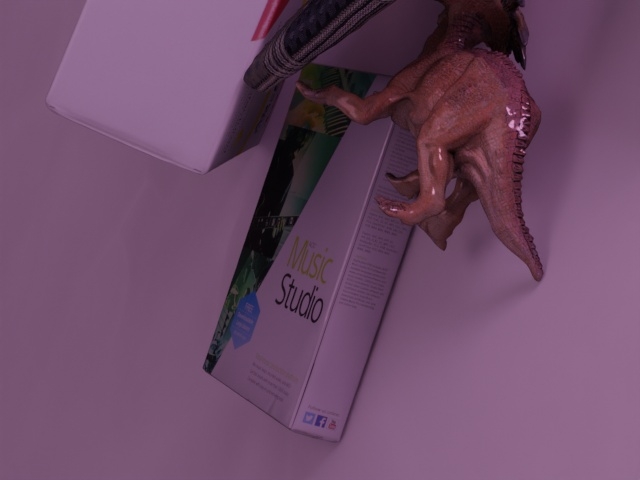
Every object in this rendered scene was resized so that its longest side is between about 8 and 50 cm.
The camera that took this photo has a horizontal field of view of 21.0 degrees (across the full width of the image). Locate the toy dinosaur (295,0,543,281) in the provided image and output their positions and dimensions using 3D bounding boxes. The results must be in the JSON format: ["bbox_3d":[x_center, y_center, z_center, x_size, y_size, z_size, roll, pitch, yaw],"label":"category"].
[{"bbox_3d":[0.118,-0.112,1.349,0.200,0.127,0.295,-42,44,11],"label":"toy dinosaur"}]

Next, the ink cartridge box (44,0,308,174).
[{"bbox_3d":[-0.101,-0.229,1.645,0.384,0.160,0.279,-59,-8,-82],"label":"ink cartridge box"}]

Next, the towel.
[{"bbox_3d":[0.102,-0.263,1.407,0.324,0.056,0.312,-49,10,-32],"label":"towel"}]

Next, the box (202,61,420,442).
[{"bbox_3d":[0.000,0.000,1.575,0.232,0.058,0.322,21,92,65],"label":"box"}]
